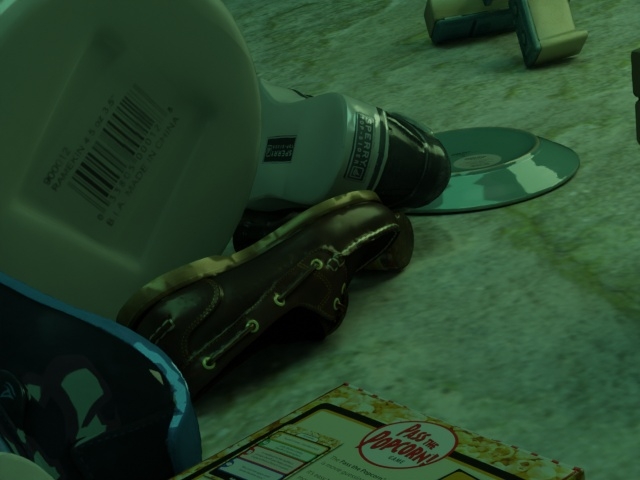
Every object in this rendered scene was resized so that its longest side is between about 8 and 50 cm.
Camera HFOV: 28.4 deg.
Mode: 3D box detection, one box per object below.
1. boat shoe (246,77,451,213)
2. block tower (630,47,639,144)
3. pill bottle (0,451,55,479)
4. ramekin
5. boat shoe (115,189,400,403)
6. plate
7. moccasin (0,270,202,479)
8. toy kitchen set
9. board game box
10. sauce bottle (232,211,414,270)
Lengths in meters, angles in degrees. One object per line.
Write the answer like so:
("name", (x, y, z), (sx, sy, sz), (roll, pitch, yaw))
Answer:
("boat shoe", (0.004, -0.067, 0.983), (0.102, 0.108, 0.301), (13, -2, -23))
("block tower", (0.330, -0.057, 0.656), (0.097, 0.091, 0.335), (-24, 25, -34))
("pill bottle", (-0.196, 0.128, 0.456), (0.208, 0.119, 0.119), (-7, 18, 28))
("ramekin", (-0.167, -0.067, 0.811), (0.135, 0.277, 0.277), (21, 34, 41))
("boat shoe", (-0.022, 0.035, 0.764), (0.207, 0.073, 0.073), (-28, 64, -35))
("plate", (0.115, -0.064, 1.031), (0.188, 0.024, 0.188), (-8, 19, 3))
("moccasin", (-0.215, 0.068, 0.645), (0.342, 0.138, 0.117), (7, 29, 40))
("toy kitchen set", (0.205, -0.244, 1.442), (0.122, 0.166, 0.207), (-10, -17, -5))
("board game box", (-0.009, 0.130, 0.509), (0.193, 0.045, 0.147), (-24, 24, -35))
("sauce bottle", (0.000, 0.000, 0.879), (0.128, 0.042, 0.042), (-1, 21, 28))
